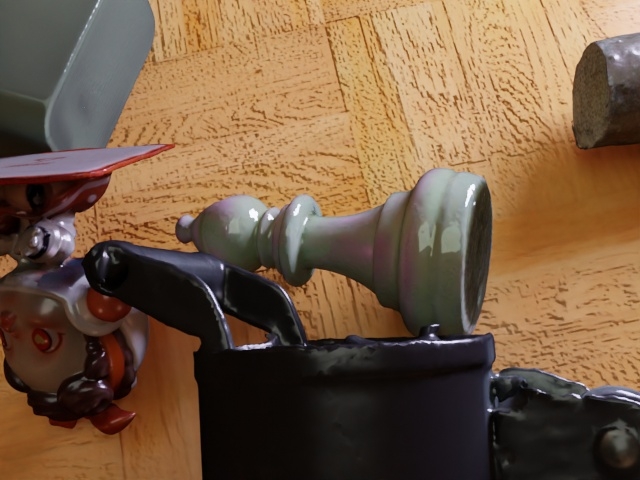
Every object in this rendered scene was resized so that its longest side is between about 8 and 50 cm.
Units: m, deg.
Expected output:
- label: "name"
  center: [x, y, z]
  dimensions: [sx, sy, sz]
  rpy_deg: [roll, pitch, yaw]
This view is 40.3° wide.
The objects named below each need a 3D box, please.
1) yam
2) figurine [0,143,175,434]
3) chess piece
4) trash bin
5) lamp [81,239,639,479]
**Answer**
- label: "yam"
  center: [0.354, -0.143, 0.759]
  dimensions: [0.259, 0.106, 0.106]
  rpy_deg: [-7, 66, -1]
- label: "figurine"
  center: [-0.206, 0.049, 0.687]
  dimensions: [0.183, 0.160, 0.226]
  rpy_deg: [-3, 104, 15]
- label: "chess piece"
  center: [0.000, 0.000, 0.731]
  dimensions: [0.272, 0.139, 0.139]
  rpy_deg: [7, 67, 20]
- label: "trash bin"
  center: [-0.359, -0.198, 0.823]
  dimensions: [0.343, 0.158, 0.223]
  rpy_deg: [15, 69, 11]
- label: "lamp"
  center: [0.012, 0.175, 0.575]
  dimensions: [0.374, 0.205, 0.272]
  rpy_deg: [15, 89, 17]
